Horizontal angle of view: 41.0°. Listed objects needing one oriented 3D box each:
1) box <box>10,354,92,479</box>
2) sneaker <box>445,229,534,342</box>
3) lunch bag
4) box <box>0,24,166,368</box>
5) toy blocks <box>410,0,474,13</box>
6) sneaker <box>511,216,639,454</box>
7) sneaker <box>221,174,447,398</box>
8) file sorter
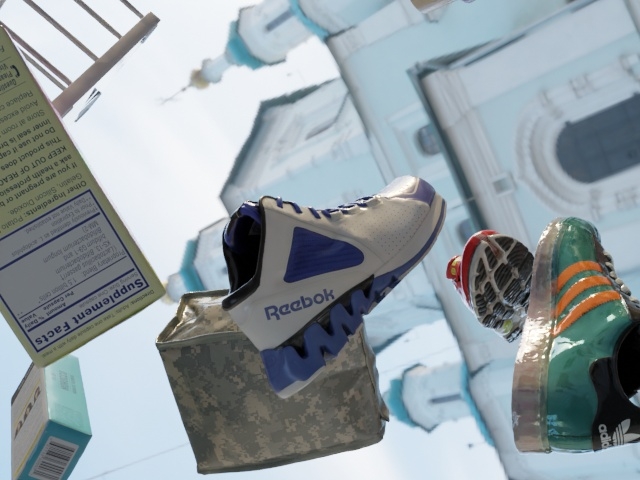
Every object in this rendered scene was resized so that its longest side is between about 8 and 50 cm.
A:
[{"bbox_3d":[-0.363,0.234,1.140,0.060,0.244,0.100,28,-85,-25],"label":"box"},{"bbox_3d":[0.210,0.055,1.120,0.107,0.118,0.279,-50,-29,-7],"label":"sneaker"},{"bbox_3d":[-0.055,0.186,1.217,0.169,0.287,0.235,-70,-30,-63],"label":"lunch bag"},{"bbox_3d":[-0.254,-0.043,0.743,0.117,0.213,0.243,-31,-75,-10],"label":"box"},{"bbox_3d":[0.115,-0.353,0.612,0.309,0.260,0.288,15,-112,-45],"label":"toy blocks"},{"bbox_3d":[0.263,0.084,0.816,0.302,0.121,0.108,-65,-35,-46],"label":"sneaker"},{"bbox_3d":[-0.001,0.001,0.953,0.182,0.127,0.315,47,-123,-9],"label":"sneaker"},{"bbox_3d":[-0.356,-0.202,1.003,0.173,0.193,0.277,41,-143,-14],"label":"file sorter"}]
